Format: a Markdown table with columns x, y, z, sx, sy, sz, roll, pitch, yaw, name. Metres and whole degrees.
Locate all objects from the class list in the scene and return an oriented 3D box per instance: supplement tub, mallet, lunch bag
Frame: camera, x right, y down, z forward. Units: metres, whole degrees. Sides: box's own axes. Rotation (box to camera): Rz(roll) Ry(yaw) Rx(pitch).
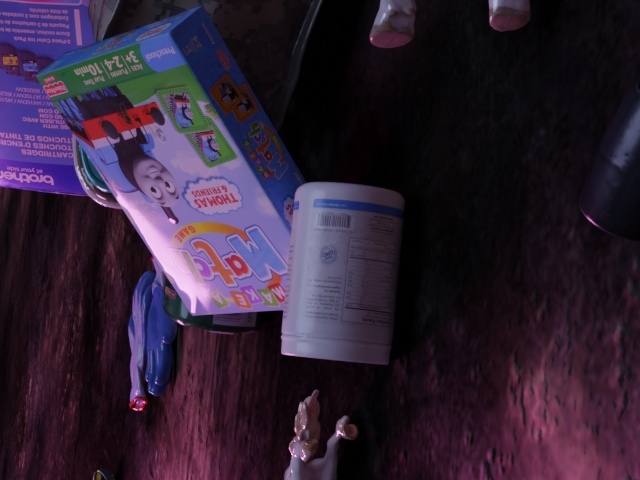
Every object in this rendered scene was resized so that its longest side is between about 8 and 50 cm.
| x | y | z | sx | sy | sz | roll | pitch | yaw | name |
| --- | --- | --- | --- | --- | --- | --- | --- | --- | --- |
| 0.014 | 0.021 | 0.816 | 0.071 | 0.071 | 0.107 | 175 | 101 | -71 | supplement tub |
| 0.149 | 0.018 | 0.487 | 0.190 | 0.039 | 0.062 | -108 | 32 | -44 | mallet |
| -0.065 | -0.258 | 1.006 | 0.287 | 0.169 | 0.235 | -66 | 19 | 15 | lunch bag |

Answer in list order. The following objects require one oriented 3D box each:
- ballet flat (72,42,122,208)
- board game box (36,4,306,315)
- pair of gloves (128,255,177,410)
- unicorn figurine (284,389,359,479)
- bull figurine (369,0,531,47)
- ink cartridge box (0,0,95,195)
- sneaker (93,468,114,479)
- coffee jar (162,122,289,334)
| x | y | z | sx | sy | sz | roll | pitch | yaw | name |
| --- | --- | --- | --- | --- | --- | --- | --- | --- | --- |
| -0.164 | -0.206 | 1.366 | 0.139 | 0.139 | 0.400 | 142 | 136 | -64 | ballet flat |
| -0.083 | -0.044 | 0.892 | 0.160 | 0.211 | 0.039 | -7 | 32 | 48 | board game box |
| -0.182 | 0.098 | 1.433 | 0.198 | 0.023 | 0.159 | 141 | 131 | -65 | pair of gloves |
| -0.006 | 0.187 | 0.849 | 0.111 | 0.060 | 0.162 | 117 | 169 | -46 | unicorn figurine |
| 0.081 | -0.213 | 0.664 | 0.310 | 0.101 | 0.188 | 129 | 140 | -61 | bull figurine |
| -0.295 | -0.238 | 1.520 | 0.270 | 0.151 | 0.395 | -83 | 0 | -46 | ink cartridge box |
| -0.255 | 0.313 | 1.562 | 0.035 | 0.031 | 0.083 | 98 | 171 | -50 | sneaker |
| -0.078 | -0.021 | 1.084 | 0.096 | 0.079 | 0.184 | -159 | 77 | -70 | coffee jar |
